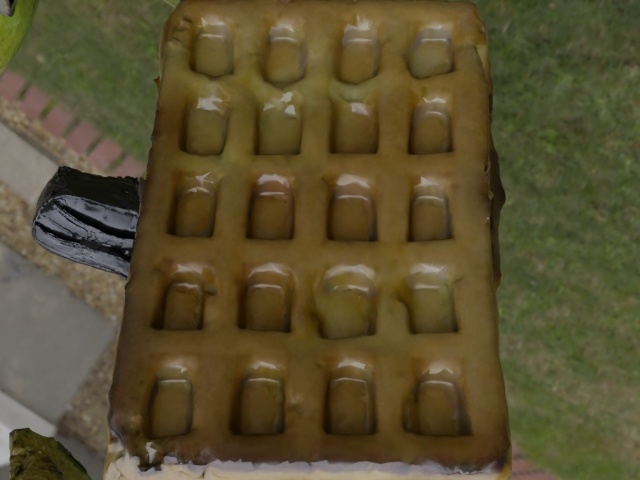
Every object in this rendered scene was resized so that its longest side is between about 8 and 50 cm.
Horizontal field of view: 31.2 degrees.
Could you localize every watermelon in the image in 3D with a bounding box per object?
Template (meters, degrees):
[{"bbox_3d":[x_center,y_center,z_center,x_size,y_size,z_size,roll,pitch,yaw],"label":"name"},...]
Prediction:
[{"bbox_3d":[-0.209,0.233,0.891,0.129,0.123,0.301,55,171,-12],"label":"watermelon"}]

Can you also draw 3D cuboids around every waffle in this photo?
[{"bbox_3d":[0.000,0.000,0.673,0.224,0.328,0.098,2,148,0],"label":"waffle"}]

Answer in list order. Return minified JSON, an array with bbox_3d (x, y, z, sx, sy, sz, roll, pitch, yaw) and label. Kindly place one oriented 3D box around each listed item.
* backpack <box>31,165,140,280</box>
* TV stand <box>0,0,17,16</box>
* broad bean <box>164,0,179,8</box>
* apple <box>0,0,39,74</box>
[{"bbox_3d":[-0.241,-0.022,1.311,0.165,0.106,0.120,26,126,-21],"label":"backpack"},{"bbox_3d":[-0.098,-0.094,0.288,0.042,0.036,0.249,15,180,-13],"label":"TV stand"},{"bbox_3d":[-0.083,-0.292,0.948,0.121,0.263,0.189,4,139,37],"label":"broad bean"},{"bbox_3d":[-0.370,-0.228,0.835,0.339,0.340,0.340,25,154,13],"label":"apple"}]
